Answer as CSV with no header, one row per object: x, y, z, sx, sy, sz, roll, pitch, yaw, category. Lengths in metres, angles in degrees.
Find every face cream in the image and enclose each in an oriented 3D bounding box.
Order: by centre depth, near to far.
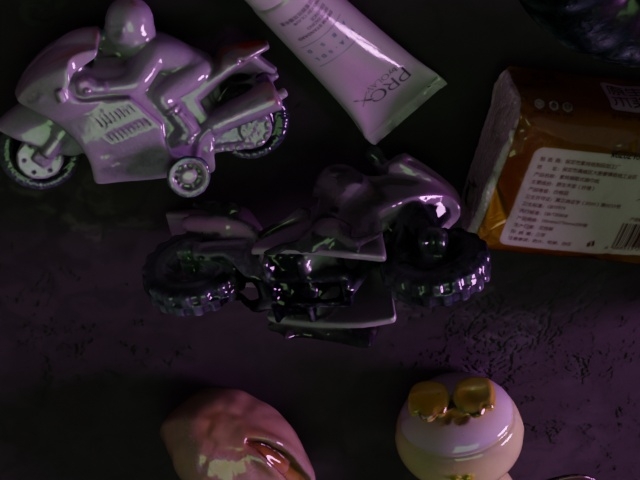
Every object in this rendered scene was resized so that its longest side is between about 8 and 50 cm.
0.009,-0.178,1.215,0.092,0.058,0.244,-38,130,16,face cream

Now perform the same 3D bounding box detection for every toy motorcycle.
-0.158,-0.130,1.202,0.260,0.110,0.171,-9,118,-7,toy motorcycle
0.000,0.000,1.300,0.327,0.188,0.143,-2,129,13,toy motorcycle

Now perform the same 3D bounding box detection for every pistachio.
-0.084,0.240,1.502,0.152,0.126,0.223,-3,145,41,pistachio

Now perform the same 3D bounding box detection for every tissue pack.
0.259,-0.066,1.313,0.226,0.092,0.183,6,128,-11,tissue pack

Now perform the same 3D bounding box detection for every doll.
0.163,0.252,1.544,0.141,0.117,0.296,-11,129,5,doll

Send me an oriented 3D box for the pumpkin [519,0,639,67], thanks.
0.282,-0.279,1.057,0.315,0.238,0.315,7,139,6,pumpkin

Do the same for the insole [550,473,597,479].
0.193,0.359,1.707,0.328,0.007,0.111,-23,129,11,insole
